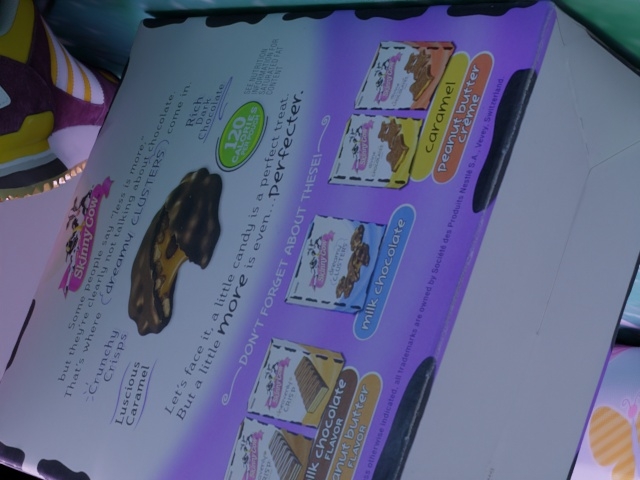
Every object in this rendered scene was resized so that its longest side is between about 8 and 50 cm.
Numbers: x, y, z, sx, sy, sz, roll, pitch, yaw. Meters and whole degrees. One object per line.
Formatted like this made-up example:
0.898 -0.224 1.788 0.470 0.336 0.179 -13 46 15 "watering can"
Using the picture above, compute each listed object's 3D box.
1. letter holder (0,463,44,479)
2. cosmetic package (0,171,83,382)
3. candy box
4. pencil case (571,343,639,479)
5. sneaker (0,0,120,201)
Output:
-0.292 0.103 1.195 0.302 0.214 0.152 14 145 51 "letter holder"
-0.207 0.009 0.862 0.217 0.156 0.385 18 170 -2 "cosmetic package"
-0.006 0.016 0.478 0.070 0.165 0.196 28 167 -39 "candy box"
0.203 0.111 0.767 0.124 0.113 0.273 18 172 -25 "pencil case"
-0.115 -0.065 0.570 0.069 0.084 0.185 -11 -168 4 "sneaker"
